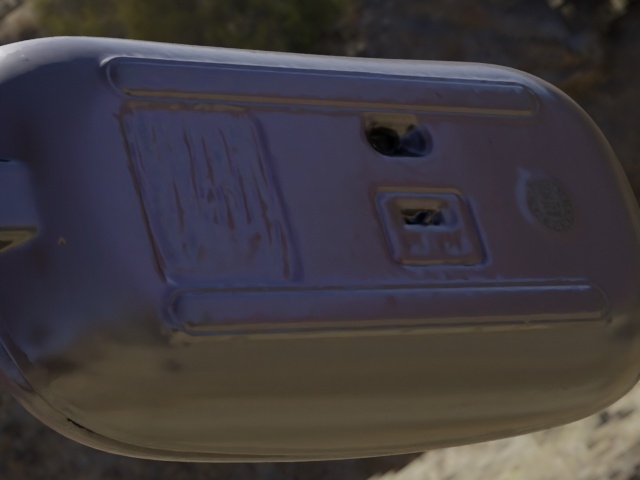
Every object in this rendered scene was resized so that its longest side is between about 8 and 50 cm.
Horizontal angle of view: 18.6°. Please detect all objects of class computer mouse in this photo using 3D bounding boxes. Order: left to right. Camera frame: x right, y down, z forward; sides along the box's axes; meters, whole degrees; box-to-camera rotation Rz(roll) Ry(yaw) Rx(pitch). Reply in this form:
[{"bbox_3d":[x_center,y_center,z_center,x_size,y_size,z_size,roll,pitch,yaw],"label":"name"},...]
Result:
[{"bbox_3d":[0.000,0.001,0.543,0.232,0.120,0.057,-2,-26,-37],"label":"computer mouse"}]
